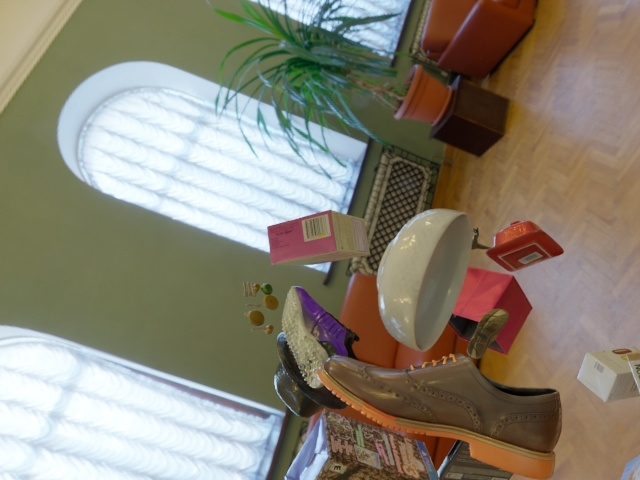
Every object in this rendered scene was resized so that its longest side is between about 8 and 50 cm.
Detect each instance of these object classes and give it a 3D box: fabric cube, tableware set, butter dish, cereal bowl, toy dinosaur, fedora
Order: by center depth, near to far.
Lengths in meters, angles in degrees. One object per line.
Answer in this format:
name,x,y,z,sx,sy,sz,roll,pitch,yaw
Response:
cereal bowl,0.233,0.079,0.958,0.339,0.141,0.339,-32,-49,-45
tableware set,-0.163,0.185,1.123,0.024,0.104,0.154,-50,46,40
butter dish,0.557,-0.002,1.127,0.160,0.159,0.118,-31,42,38
fedora,-0.050,0.458,1.340,0.153,0.334,0.334,-54,9,14
fabric cube,0.736,0.305,1.818,0.258,0.254,0.259,-52,29,-16
toy dinosaur,0.714,-0.001,1.913,0.064,0.268,0.118,125,142,-52

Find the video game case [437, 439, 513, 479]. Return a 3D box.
video game case,0.441,0.525,1.033,0.026,0.196,0.274,-97,21,-63

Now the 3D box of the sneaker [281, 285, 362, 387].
sneaker,0.008,0.217,0.935,0.293,0.146,0.102,58,135,52

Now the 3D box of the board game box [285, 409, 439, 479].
board game box,0.092,0.579,0.966,0.232,0.290,0.141,-64,13,15

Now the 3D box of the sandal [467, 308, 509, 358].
sandal,0.528,0.293,1.275,0.072,0.049,0.180,36,99,53

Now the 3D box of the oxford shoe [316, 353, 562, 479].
oxford shoe,0.175,0.230,0.635,0.130,0.363,0.133,22,-98,-77

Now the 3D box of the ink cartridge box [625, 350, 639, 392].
ink cartridge box,1.088,0.447,1.231,0.193,0.088,0.235,-30,53,42

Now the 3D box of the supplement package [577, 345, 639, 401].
supplement package,1.166,0.515,1.575,0.139,0.243,0.134,-124,35,-63

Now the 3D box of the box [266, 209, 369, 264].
box,0.000,0.000,1.213,0.243,0.213,0.117,8,-109,-61

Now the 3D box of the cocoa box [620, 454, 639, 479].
cocoa box,1.126,0.838,1.290,0.231,0.228,0.347,-45,-36,-24
